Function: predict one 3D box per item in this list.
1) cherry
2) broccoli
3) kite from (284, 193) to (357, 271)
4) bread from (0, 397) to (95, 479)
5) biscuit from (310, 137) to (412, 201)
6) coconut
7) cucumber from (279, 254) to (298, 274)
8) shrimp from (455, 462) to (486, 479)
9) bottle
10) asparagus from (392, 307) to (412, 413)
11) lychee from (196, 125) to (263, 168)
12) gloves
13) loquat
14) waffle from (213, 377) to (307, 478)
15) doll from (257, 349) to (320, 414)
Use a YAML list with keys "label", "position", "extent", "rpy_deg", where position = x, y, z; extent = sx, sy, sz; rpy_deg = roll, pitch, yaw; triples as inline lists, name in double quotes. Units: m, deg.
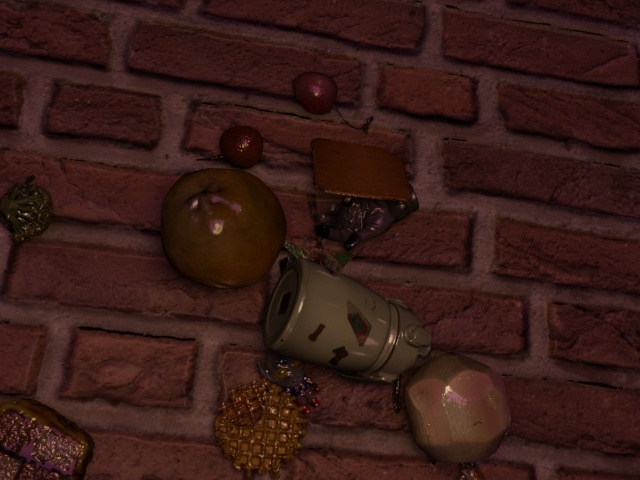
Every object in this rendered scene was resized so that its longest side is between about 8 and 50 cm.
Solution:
- label: "cherry"
  position: [0.031, -0.351, 1.757]
  extent: [0.226, 0.090, 0.107]
  rpy_deg: [25, 55, -12]
- label: "broccoli"
  position: [-0.648, -0.066, 1.533]
  extent: [0.131, 0.120, 0.130]
  rpy_deg: [-35, 71, 13]
- label: "kite"
  position: [0.000, 0.000, 1.661]
  extent: [0.198, 0.006, 0.244]
  rpy_deg: [5, 67, -24]
- label: "bread"
  position: [-0.575, 0.431, 1.414]
  extent: [0.222, 0.096, 0.181]
  rpy_deg: [28, 74, -2]
- label: "biscuit"
  position: [0.096, -0.171, 1.688]
  extent: [0.237, 0.013, 0.232]
  rpy_deg: [7, 39, -9]
- label: "coconut"
  position: [0.295, 0.352, 1.524]
  extent: [0.227, 0.227, 0.230]
  rpy_deg: [-6, 85, -12]
- label: "cucumber"
  position: [-0.067, 0.088, 1.626]
  extent: [0.048, 0.048, 0.105]
  rpy_deg: [-5, 75, -11]
- label: "shrimp"
  position: [0.333, 0.560, 1.568]
  extent: [0.099, 0.041, 0.180]
  rpy_deg: [-16, 78, 1]
- label: "bottle"
  position: [0.067, 0.189, 1.528]
  extent: [0.352, 0.229, 0.229]
  rpy_deg: [21, 71, -20]
- label: "asparagus"
  position: [0.189, 0.276, 1.629]
  extent: [0.024, 0.025, 0.248]
  rpy_deg: [29, 64, -46]
- label: "lychee"
  position: [-0.199, -0.223, 1.674]
  extent: [0.114, 0.140, 0.101]
  rpy_deg: [31, 60, -40]
- label: "gloves"
  position: [0.113, -0.058, 1.668]
  extent: [0.286, 0.119, 0.142]
  rpy_deg: [-13, 65, -27]
- label: "loquat"
  position: [-0.206, -0.031, 1.516]
  extent: [0.276, 0.284, 0.276]
  rpy_deg: [-4, 67, 9]
- label: "waffle"
  position: [-0.131, 0.401, 1.496]
  extent: [0.197, 0.070, 0.193]
  rpy_deg: [33, 84, 5]
- label: "doll"
  position: [-0.071, 0.295, 1.558]
  extent: [0.104, 0.062, 0.194]
  rpy_deg: [-31, 91, 1]
